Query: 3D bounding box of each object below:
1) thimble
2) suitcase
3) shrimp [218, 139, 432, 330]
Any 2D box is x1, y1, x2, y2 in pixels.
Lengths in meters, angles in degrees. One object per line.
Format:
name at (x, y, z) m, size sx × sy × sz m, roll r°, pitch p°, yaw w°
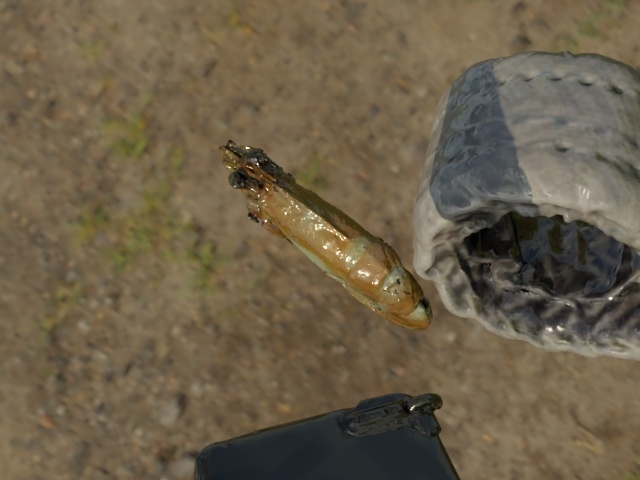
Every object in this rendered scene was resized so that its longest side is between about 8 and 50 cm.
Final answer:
thimble at (0.196, -0.023, 1.424) m, size 0.217 × 0.245 × 0.157 m, roll 123°, pitch 168°, yaw -53°
suitcase at (0.029, 0.360, 1.973) m, size 0.345 × 0.339 × 0.188 m, roll 65°, pitch 152°, yaw 29°
shrimp at (0.000, 0.000, 1.210) m, size 0.043 × 0.184 × 0.091 m, roll -49°, pitch 2°, yaw -14°
